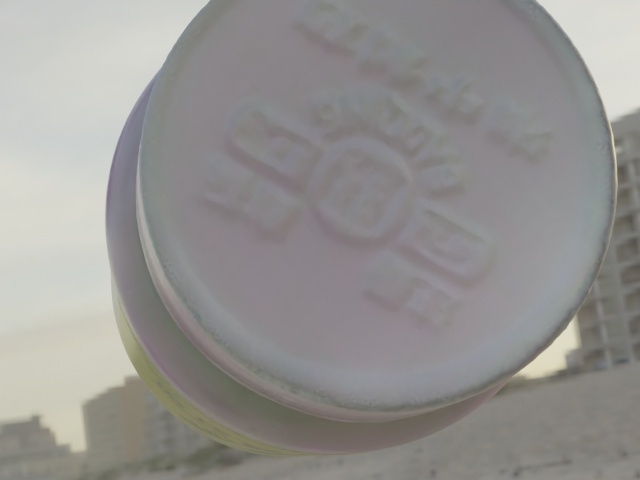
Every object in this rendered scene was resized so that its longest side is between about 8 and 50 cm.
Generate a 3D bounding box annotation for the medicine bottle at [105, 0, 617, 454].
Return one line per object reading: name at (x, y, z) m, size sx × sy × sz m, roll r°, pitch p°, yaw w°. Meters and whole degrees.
medicine bottle at (0.000, 0.000, 0.719) m, size 0.213 × 0.214 × 0.379 m, roll -7°, pitch -8°, yaw -8°
